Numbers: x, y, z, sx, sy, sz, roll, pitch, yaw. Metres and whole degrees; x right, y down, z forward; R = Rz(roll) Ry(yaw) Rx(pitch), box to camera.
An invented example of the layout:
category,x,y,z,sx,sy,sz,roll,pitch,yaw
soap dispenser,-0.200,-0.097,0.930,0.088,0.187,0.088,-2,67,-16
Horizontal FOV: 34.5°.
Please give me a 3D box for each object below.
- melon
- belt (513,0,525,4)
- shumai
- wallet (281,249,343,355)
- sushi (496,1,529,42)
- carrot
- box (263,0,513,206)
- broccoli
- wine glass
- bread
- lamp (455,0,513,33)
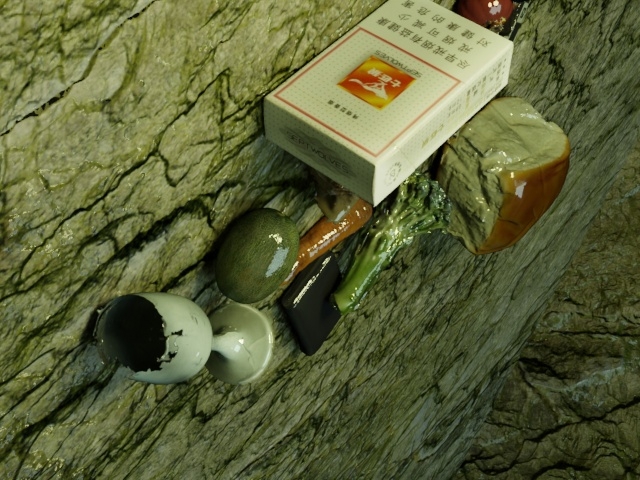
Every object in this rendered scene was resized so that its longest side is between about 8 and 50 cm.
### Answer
category,x,y,z,sx,sy,sz,roll,pitch,yaw
melon,-0.094,0.019,1.571,0.167,0.114,0.114,-60,156,8
belt,0.344,-0.484,1.723,0.198,0.078,0.151,47,44,-54
shumai,0.037,-0.121,1.630,0.206,0.166,0.175,-15,162,-40
wallet,-0.006,0.118,1.948,0.149,0.044,0.250,-53,156,-16
sushi,0.328,-0.403,1.913,0.193,0.040,0.210,-29,143,-57
carrot,0.000,0.000,1.791,0.248,0.059,0.059,-40,151,-27
box,0.101,-0.220,1.512,0.330,0.210,0.095,-42,151,-29
broccoli,0.120,0.011,1.920,0.304,0.145,0.165,-52,155,-4
wine glass,-0.195,0.144,1.512,0.143,0.143,0.321,-59,153,7
bread,0.373,-0.123,2.120,0.250,0.225,0.279,-34,153,-37
lamp,0.283,-0.398,1.772,0.101,0.090,0.101,-16,168,-4
